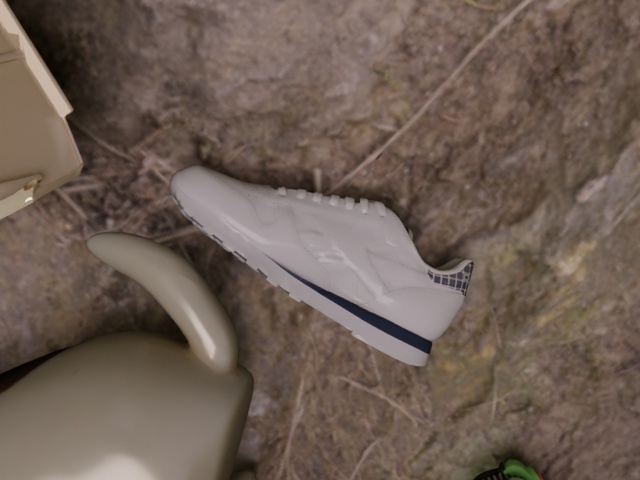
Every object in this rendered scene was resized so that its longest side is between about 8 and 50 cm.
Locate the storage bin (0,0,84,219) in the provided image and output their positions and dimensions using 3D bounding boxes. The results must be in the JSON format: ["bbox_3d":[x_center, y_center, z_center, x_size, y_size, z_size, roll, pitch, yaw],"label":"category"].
[{"bbox_3d":[-0.322,-0.097,0.523,0.262,0.123,0.260,-21,105,33],"label":"storage bin"}]

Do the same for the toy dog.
[{"bbox_3d":[-0.260,0.193,0.577,0.407,0.284,0.396,4,105,2],"label":"toy dog"}]

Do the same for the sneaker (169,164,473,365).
[{"bbox_3d":[0.000,0.000,0.624,0.235,0.090,0.095,31,91,-11],"label":"sneaker"}]

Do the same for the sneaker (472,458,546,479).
[{"bbox_3d":[0.108,0.414,0.675,0.202,0.185,0.483,9,96,13],"label":"sneaker"}]
